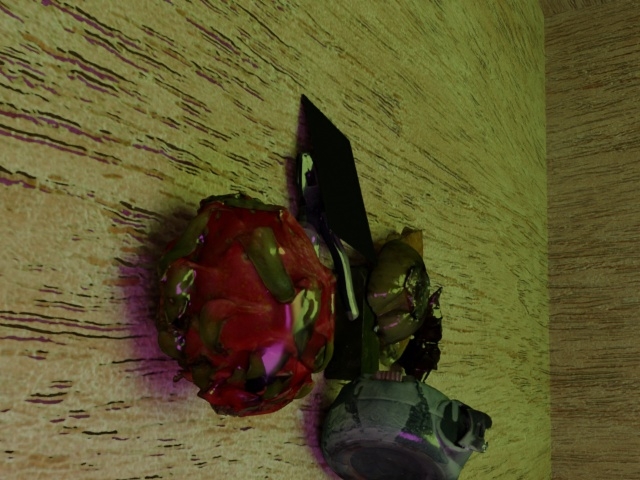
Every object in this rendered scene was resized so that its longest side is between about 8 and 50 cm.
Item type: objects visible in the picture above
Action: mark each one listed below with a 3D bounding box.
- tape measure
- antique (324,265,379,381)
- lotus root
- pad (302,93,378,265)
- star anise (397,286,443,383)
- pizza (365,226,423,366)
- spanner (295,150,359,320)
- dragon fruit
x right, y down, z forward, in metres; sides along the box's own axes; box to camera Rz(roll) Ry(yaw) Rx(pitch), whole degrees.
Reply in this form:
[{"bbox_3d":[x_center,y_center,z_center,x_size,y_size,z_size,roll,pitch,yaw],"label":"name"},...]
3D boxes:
[{"bbox_3d":[0.142,0.358,1.270,0.256,0.275,0.147,101,6,-46],"label":"tape measure"},{"bbox_3d":[0.066,0.161,1.353,0.080,0.081,0.220,27,64,-58],"label":"antique"},{"bbox_3d":[0.170,0.102,1.377,0.183,0.078,0.203,47,52,-43],"label":"lotus root"},{"bbox_3d":[0.037,-0.112,1.319,0.202,0.005,0.299,35,39,-54],"label":"pad"},{"bbox_3d":[0.223,0.230,1.612,0.272,0.103,0.272,11,90,-87],"label":"star anise"},{"bbox_3d":[0.173,0.114,1.550,0.258,0.087,0.268,-17,102,-62],"label":"pizza"},{"bbox_3d":[0.000,0.000,1.262,0.096,0.040,0.324,-17,101,-31],"label":"spanner"},{"bbox_3d":[-0.098,0.079,0.928,0.231,0.237,0.302,21,56,-81],"label":"dragon fruit"}]
